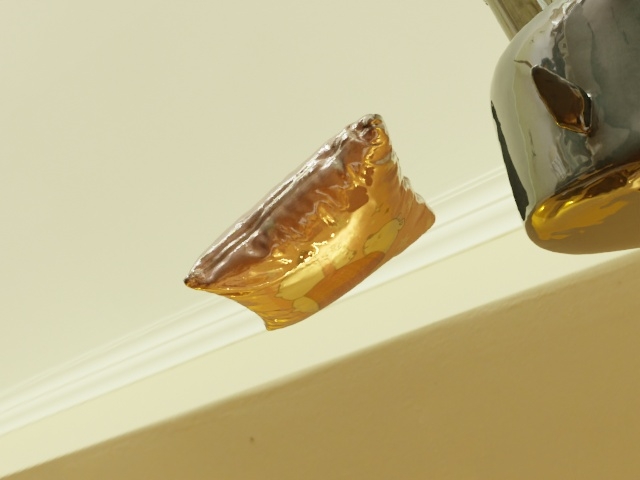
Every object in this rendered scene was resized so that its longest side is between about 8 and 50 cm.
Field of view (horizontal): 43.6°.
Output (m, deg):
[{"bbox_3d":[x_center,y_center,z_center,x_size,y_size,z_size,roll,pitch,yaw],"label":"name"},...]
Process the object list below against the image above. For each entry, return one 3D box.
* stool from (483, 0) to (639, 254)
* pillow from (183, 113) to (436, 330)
[{"bbox_3d":[0.162,-0.071,0.369,0.153,0.228,0.139,-19,-110,25],"label":"stool"},{"bbox_3d":[0.000,0.000,0.766,0.223,0.236,0.084,-38,-117,3],"label":"pillow"}]
